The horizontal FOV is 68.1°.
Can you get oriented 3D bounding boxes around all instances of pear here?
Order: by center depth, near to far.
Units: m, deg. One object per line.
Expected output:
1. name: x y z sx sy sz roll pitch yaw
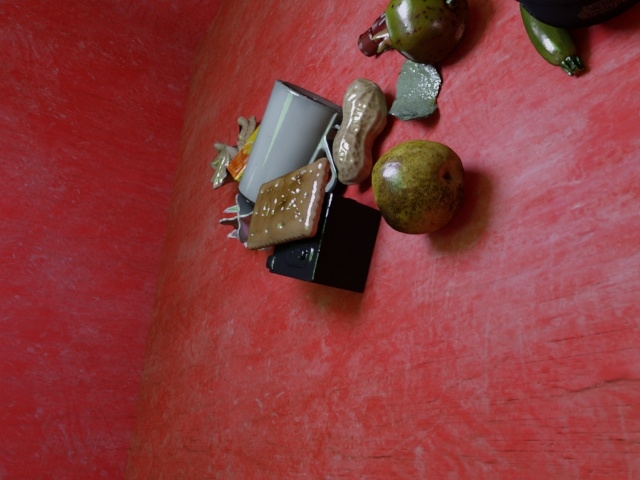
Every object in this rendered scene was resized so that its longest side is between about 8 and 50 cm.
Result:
1. pear: 0.211 -0.114 0.992 0.197 0.197 0.197 -31 51 48

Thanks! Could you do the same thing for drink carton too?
1. drink carton: -0.179 -0.351 1.706 0.351 0.111 0.154 -51 34 7

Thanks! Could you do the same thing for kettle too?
1. kettle: -0.059 -0.253 1.479 0.361 0.250 0.376 38 113 27

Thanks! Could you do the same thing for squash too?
1. squash: 0.428 -0.407 0.900 0.066 0.066 0.251 -38 46 43

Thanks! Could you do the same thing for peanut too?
1. peanut: 0.110 -0.297 1.302 0.136 0.120 0.298 13 91 39

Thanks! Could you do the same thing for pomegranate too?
1. pomegranate: 0.225 -0.517 1.129 0.246 0.198 0.198 -9 66 28

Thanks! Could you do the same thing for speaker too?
1. speaker: 0.000 0.000 1.272 0.254 0.184 0.232 6 81 57

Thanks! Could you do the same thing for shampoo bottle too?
1. shampoo bottle: 0.226 -0.619 1.306 0.314 0.076 0.118 -19 51 53

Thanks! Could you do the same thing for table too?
1. table: -0.220 -0.056 1.576 0.167 0.198 0.166 -7 75 26

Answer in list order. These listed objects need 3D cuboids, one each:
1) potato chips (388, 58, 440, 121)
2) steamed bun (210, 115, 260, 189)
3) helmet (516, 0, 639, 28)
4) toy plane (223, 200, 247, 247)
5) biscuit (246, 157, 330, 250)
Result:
1. potato chips: 0.227 -0.369 1.203 0.167 0.059 0.228 -16 54 46
2. steamed bun: -0.348 -0.336 1.987 0.247 0.190 0.427 -53 37 42
3. helmet: 0.462 -0.461 0.783 0.279 0.160 0.230 -16 60 23
4. toy plane: -0.249 -0.103 1.773 0.251 0.101 0.255 27 88 36
5. biscuit: -0.096 -0.091 1.261 0.325 0.044 0.217 -10 61 53
